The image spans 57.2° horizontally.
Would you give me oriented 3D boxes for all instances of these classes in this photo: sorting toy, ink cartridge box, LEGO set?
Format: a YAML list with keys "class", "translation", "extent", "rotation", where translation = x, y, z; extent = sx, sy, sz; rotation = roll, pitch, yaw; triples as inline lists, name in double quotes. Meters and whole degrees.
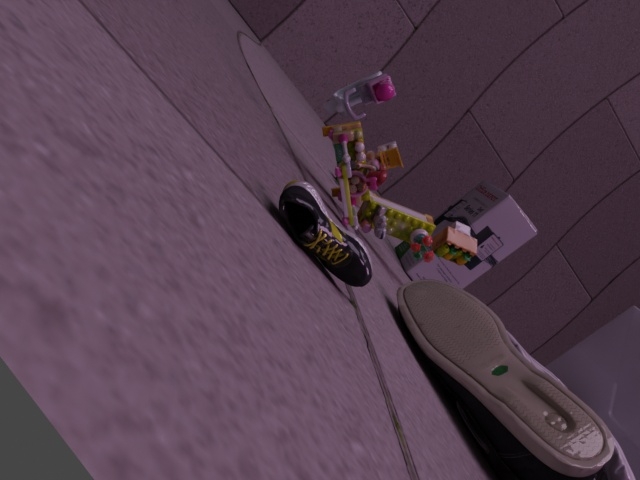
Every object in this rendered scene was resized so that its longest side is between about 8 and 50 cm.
- class: "sorting toy"
  translation: [0.039, -0.094, 0.978]
  extent: [0.083, 0.012, 0.062]
  rotation: [46, 15, -55]
- class: "ink cartridge box"
  translation: [0.242, 0.001, 1.006]
  extent: [0.087, 0.208, 0.153]
  rotation: [50, 9, -12]
- class: "LEGO set"
  translation: [0.084, -0.043, 0.690]
  extent: [0.287, 0.132, 0.107]
  rotation: [55, 15, -26]

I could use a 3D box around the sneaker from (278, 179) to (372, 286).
- class: "sneaker"
  translation: [0.000, 0.000, 0.377]
  extent: [0.083, 0.031, 0.035]
  rotation: [48, 23, -3]

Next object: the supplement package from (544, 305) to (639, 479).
- class: "supplement package"
  translation: [0.327, 0.229, 0.570]
  extent: [0.145, 0.204, 0.262]
  rotation: [49, 9, -23]

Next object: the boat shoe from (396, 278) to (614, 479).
- class: "boat shoe"
  translation: [0.130, 0.117, 0.491]
  extent: [0.233, 0.084, 0.079]
  rotation: [-128, -148, -48]

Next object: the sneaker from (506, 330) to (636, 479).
- class: "sneaker"
  translation: [0.215, 0.171, 0.534]
  extent: [0.115, 0.090, 0.232]
  rotation: [29, 23, -38]
